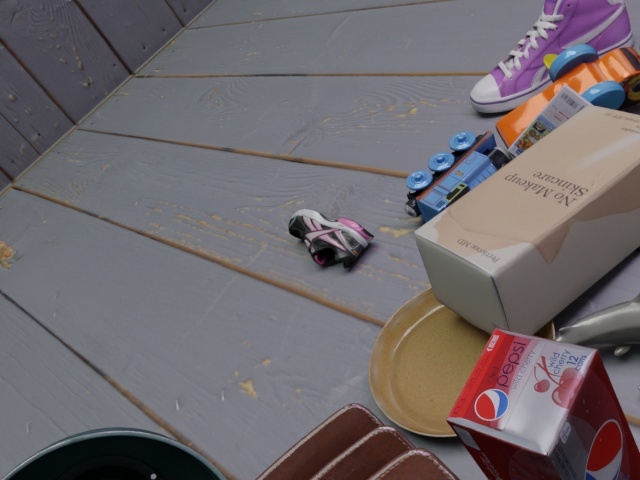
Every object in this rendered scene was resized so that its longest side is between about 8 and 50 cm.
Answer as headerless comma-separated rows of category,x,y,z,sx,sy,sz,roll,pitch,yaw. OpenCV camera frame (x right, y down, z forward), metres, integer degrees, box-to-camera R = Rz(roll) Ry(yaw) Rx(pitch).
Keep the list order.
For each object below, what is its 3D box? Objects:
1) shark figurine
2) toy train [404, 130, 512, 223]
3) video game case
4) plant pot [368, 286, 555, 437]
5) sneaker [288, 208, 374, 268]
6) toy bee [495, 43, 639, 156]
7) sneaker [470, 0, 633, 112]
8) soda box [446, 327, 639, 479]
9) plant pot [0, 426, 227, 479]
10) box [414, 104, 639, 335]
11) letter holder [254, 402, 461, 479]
shark figurine,0.318,0.083,0.693,0.278,0.116,0.166,-11,38,19
toy train,0.214,-0.092,1.033,0.184,0.080,0.105,-41,44,-13
video game case,0.335,-0.144,0.940,0.122,0.087,0.011,-54,-6,38
plant pot,0.172,0.142,0.827,0.236,0.032,0.236,-23,36,18
sneaker,0.000,0.000,1.106,0.178,0.072,0.077,10,65,52
toy bee,0.415,-0.209,0.971,0.298,0.162,0.195,-17,68,43
sneaker,0.363,-0.337,1.124,0.282,0.161,0.102,-28,37,12
soda box,0.201,0.188,0.545,0.083,0.263,0.092,8,53,45
plant pot,-0.237,0.342,0.746,0.293,0.293,0.196,-46,10,-16
box,0.283,-0.026,0.817,0.311,0.121,0.148,-36,35,-17
letter holder,-0.008,0.303,0.600,0.302,0.152,0.214,-43,71,-12
